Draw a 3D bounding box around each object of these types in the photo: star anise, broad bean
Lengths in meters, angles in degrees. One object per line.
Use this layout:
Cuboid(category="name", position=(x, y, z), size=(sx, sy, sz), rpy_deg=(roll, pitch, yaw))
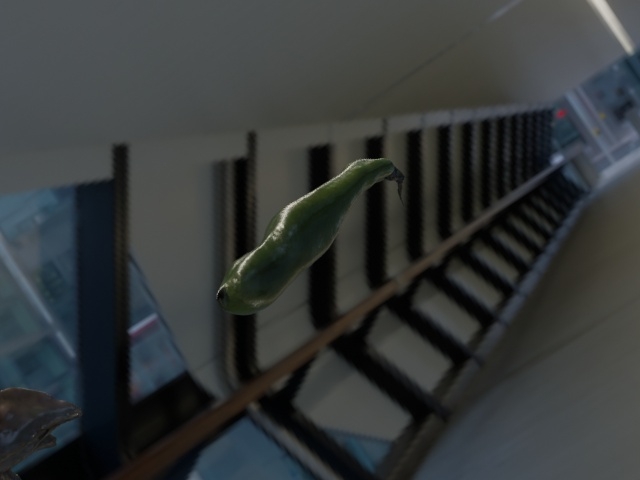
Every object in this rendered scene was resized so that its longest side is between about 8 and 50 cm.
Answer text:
Cuboid(category="star anise", position=(-0.243, 0.134, 0.826), size=(0.182, 0.065, 0.195), rpy_deg=(-25, -39, 9))
Cuboid(category="broad bean", position=(-0.002, -0.010, 1.443), size=(0.056, 0.098, 0.318), rpy_deg=(12, 34, 44))
